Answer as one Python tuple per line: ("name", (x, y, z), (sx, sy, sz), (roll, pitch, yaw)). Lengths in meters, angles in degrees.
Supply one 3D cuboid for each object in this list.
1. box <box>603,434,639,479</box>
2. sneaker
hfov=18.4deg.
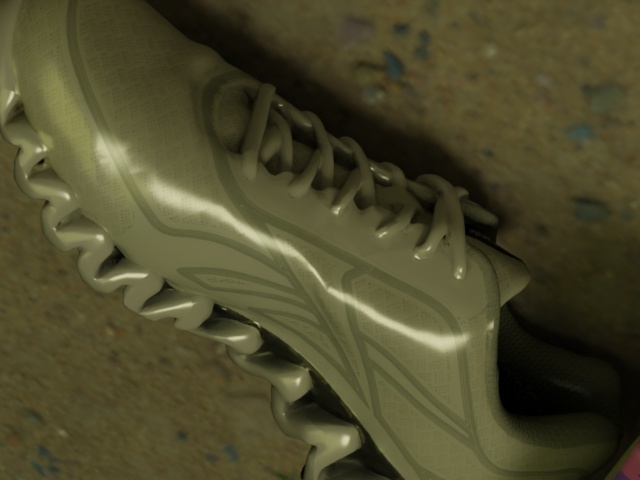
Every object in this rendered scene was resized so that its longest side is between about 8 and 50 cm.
("box", (0.172, 0.179, 0.715), (0.213, 0.117, 0.243), (41, 137, 14))
("sneaker", (0.000, 0.000, 0.713), (0.118, 0.110, 0.292), (-26, 120, 32))
